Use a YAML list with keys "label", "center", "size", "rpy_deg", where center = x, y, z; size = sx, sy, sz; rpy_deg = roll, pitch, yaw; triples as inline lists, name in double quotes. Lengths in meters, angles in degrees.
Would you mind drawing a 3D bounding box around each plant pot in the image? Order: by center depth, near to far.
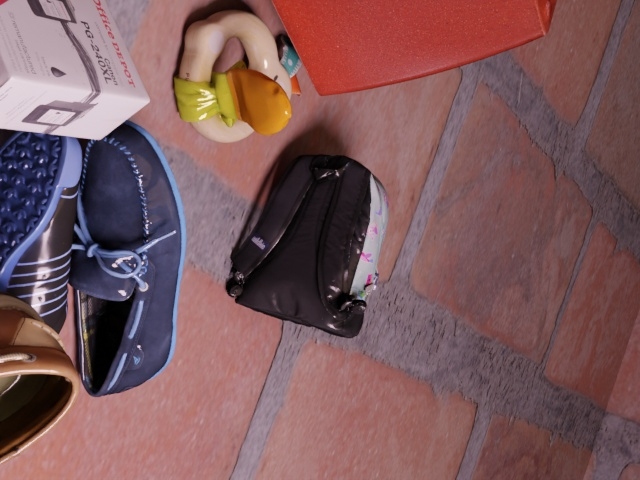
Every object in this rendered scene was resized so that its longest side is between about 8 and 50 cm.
- label: "plant pot"
  center: [0.102, -0.312, 1.200]
  size: [0.267, 0.235, 0.267]
  rpy_deg: [61, 41, -52]

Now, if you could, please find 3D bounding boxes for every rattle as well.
- label: "rattle"
  center: [-0.031, -0.151, 1.210]
  size: [0.199, 0.142, 0.130]
  rpy_deg: [3, 83, -53]

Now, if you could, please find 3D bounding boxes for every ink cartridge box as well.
- label: "ink cartridge box"
  center: [-0.208, -0.138, 0.933]
  size: [0.150, 0.063, 0.109]
  rpy_deg: [1, 61, -59]

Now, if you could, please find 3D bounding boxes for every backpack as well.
- label: "backpack"
  center: [0.000, 0.000, 1.346]
  size: [0.115, 0.152, 0.182]
  rpy_deg: [45, 61, -74]

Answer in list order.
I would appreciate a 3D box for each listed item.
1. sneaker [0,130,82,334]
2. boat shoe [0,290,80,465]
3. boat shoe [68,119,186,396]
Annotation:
- label: "sneaker"
  center: [-0.235, 0.021, 1.011]
  size: [0.090, 0.081, 0.232]
  rpy_deg: [21, 93, -61]
- label: "boat shoe"
  center: [-0.306, 0.143, 0.850]
  size: [0.324, 0.120, 0.122]
  rpy_deg: [-34, 128, -26]
- label: "boat shoe"
  center: [-0.169, 0.027, 1.093]
  size: [0.089, 0.109, 0.258]
  rpy_deg: [-33, 129, -44]
